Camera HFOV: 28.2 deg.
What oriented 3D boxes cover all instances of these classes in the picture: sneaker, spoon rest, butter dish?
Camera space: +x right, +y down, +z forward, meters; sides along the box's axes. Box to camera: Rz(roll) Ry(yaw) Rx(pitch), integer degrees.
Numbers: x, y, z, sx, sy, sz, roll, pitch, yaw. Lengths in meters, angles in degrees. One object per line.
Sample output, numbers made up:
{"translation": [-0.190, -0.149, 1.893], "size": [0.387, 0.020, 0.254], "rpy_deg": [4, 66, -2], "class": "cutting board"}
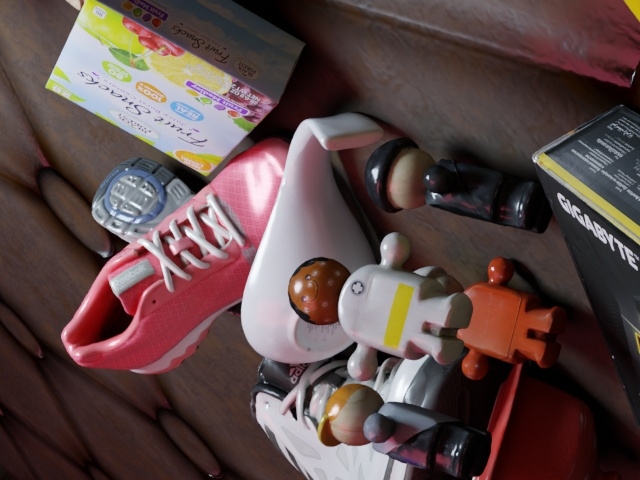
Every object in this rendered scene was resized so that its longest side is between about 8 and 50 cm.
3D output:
{"translation": [-0.123, 0.028, 1.183], "size": [0.314, 0.136, 0.116], "rpy_deg": [-46, 68, 26], "class": "sneaker"}
{"translation": [-0.105, 0.011, 1.345], "size": [0.297, 0.111, 0.129], "rpy_deg": [32, 170, 32], "class": "sneaker"}
{"translation": [0.000, 0.000, 1.124], "size": [0.084, 0.137, 0.276], "rpy_deg": [-123, 31, -44], "class": "spoon rest"}
{"translation": [0.027, 0.179, 1.268], "size": [0.257, 0.169, 0.447], "rpy_deg": [37, 155, 18], "class": "sneaker"}
{"translation": [0.199, 0.201, 1.093], "size": [0.118, 0.160, 0.160], "rpy_deg": [12, 144, 16], "class": "butter dish"}

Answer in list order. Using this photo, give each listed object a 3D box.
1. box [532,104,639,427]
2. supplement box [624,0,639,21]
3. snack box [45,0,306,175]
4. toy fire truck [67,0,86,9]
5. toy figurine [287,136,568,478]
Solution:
{"translation": [0.260, 0.089, 0.746], "size": [0.257, 0.079, 0.322], "rpy_deg": [61, 177, -30], "class": "box"}
{"translation": [0.282, -0.087, 0.466], "size": [0.356, 0.195, 0.194], "rpy_deg": [51, 154, -7], "class": "supplement box"}
{"translation": [-0.131, -0.150, 1.102], "size": [0.174, 0.070, 0.207], "rpy_deg": [28, 159, -12], "class": "snack box"}
{"translation": [-0.238, -0.262, 1.196], "size": [0.192, 0.047, 0.135], "rpy_deg": [12, 138, 52], "class": "toy fire truck"}
{"translation": [0.077, 0.051, 0.961], "size": [0.148, 0.209, 0.213], "rpy_deg": [16, 140, 31], "class": "toy figurine"}
